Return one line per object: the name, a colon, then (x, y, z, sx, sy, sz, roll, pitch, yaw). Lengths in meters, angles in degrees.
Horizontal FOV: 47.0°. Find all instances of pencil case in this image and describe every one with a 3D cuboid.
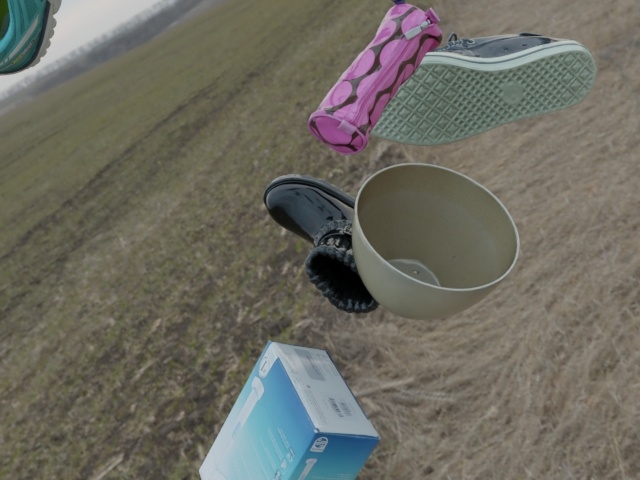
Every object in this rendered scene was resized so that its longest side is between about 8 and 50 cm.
pencil case: (0.073, -0.211, 0.953, 0.209, 0.095, 0.098, -56, 26, -13)

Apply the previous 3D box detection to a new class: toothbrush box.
toothbrush box: (-0.062, 0.346, 1.178, 0.296, 0.126, 0.216, -61, 35, 18)

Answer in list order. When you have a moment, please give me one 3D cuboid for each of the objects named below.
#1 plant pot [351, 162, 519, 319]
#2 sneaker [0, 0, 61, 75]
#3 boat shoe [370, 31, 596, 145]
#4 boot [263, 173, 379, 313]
plant pot: (0.176, 0.031, 1.287, 0.284, 0.284, 0.191, -49, -16, -41)
sneaker: (-0.340, -0.316, 0.823, 0.107, 0.275, 0.110, 20, 20, 7)
boat shoe: (0.286, -0.309, 1.456, 0.499, 0.187, 0.156, -12, 32, -9)
boot: (0.002, -0.003, 1.521, 0.347, 0.131, 0.260, 21, 34, 11)
